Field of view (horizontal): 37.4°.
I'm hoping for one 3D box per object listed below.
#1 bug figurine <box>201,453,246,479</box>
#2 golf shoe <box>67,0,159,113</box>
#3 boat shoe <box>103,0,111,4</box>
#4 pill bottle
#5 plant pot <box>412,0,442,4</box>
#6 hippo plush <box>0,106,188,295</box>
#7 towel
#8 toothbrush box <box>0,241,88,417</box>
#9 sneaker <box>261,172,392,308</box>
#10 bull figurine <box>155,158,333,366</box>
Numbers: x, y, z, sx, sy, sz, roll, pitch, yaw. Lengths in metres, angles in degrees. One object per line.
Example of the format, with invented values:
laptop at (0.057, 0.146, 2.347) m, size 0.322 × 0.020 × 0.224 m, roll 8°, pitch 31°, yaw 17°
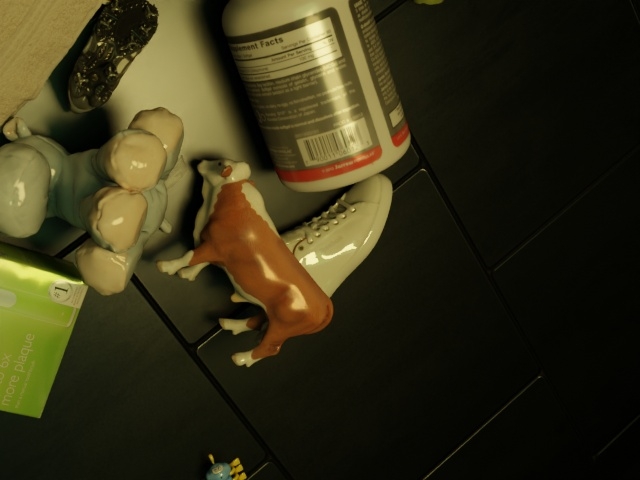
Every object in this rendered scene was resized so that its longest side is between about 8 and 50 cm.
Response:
bug figurine at (-0.218, 0.483, 1.525) m, size 0.279 × 0.072 × 0.216 m, roll -31°, pitch 114°, yaw -16°
golf shoe at (-0.297, -0.258, 1.311) m, size 0.077 × 0.094 × 0.198 m, roll 36°, pitch 61°, yaw -15°
boat shoe at (-0.340, -0.358, 1.272) m, size 0.137 × 0.049 × 0.043 m, roll 12°, pitch 111°, yaw -33°
pill bottle at (-0.017, -0.270, 1.355) m, size 0.210 × 0.210 × 0.363 m, roll -26°, pitch 112°, yaw -17°
plant pot at (0.171, -0.415, 1.486) m, size 0.083 × 0.083 × 0.079 m, roll -14°, pitch 120°, yaw -21°
hippo plush at (-0.320, -0.093, 1.253) m, size 0.237 × 0.294 × 0.234 m, roll 19°, pitch 114°, yaw 0°
towel at (-0.404, -0.253, 1.193) m, size 0.282 × 0.049 × 0.187 m, roll -51°, pitch 159°, yaw 8°
toothbrush box at (-0.489, 0.099, 1.278) m, size 0.283 × 0.122 × 0.206 m, roll 20°, pitch 93°, yaw -26°
sneaker at (0.000, 0.000, 1.486) m, size 0.123 × 0.106 × 0.290 m, roll 36°, pitch 88°, yaw -30°
bull figurine at (-0.118, 0.031, 1.401) m, size 0.188 × 0.101 × 0.310 m, roll -36°, pitch 94°, yaw 10°
